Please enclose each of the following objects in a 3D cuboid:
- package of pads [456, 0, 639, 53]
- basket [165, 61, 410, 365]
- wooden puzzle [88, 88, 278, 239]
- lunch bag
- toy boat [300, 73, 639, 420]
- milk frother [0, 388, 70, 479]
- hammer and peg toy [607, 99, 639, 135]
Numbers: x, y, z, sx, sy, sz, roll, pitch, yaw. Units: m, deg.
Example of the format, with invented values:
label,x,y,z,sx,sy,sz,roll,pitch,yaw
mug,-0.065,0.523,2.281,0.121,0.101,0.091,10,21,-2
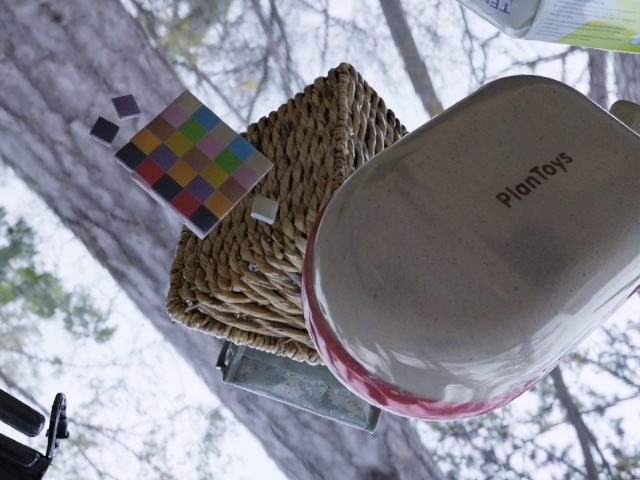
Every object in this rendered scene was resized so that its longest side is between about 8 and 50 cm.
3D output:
label,x,y,z,sx,sy,sz,roll,pitch,yaw
package of pads,0.144,-0.242,0.810,0.229,0.101,0.296,-3,-144,-37
basket,0.000,0.000,1.155,0.223,0.213,0.299,-32,-150,22
wooden puzzle,-0.053,-0.033,0.458,0.049,0.083,0.006,-49,-179,-35
lunch bag,0.012,0.098,1.579,0.169,0.235,0.287,-169,-80,-80
toy boat,0.090,0.018,0.628,0.151,0.151,0.231,42,-126,20
milk frother,-0.313,0.186,1.029,0.129,0.135,0.143,-61,-174,-1
hammer and peg toy,0.327,0.020,0.814,0.361,0.266,0.127,25,-86,4
